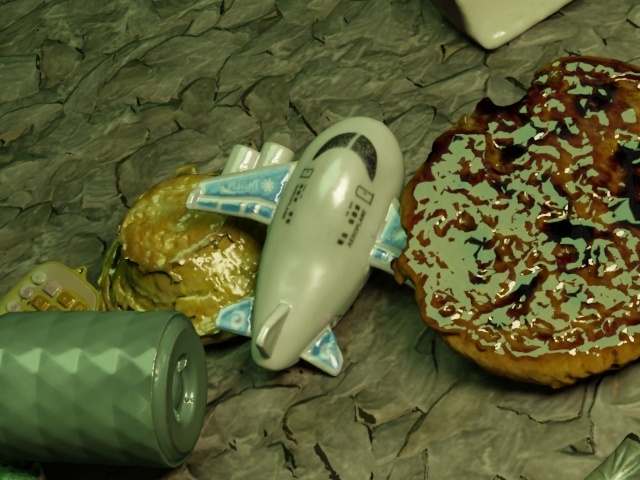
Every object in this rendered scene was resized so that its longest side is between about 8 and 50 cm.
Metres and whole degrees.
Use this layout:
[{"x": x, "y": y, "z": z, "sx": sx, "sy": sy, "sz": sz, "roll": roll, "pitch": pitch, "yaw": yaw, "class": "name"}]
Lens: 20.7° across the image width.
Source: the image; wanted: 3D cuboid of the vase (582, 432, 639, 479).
[{"x": 0.192, "y": 0.220, "z": 1.361, "sx": 0.167, "sy": 0.059, "sz": 0.059, "roll": -34, "pitch": 37, "yaw": -7, "class": "vase"}]

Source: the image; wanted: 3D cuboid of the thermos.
[{"x": -0.254, "y": 0.127, "z": 1.646, "sx": 0.287, "sy": 0.144, "sz": 0.182, "roll": 1, "pitch": 26, "yaw": 16, "class": "thermos"}]

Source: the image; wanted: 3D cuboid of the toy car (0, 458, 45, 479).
[{"x": -0.371, "y": 0.244, "z": 1.681, "sx": 0.224, "sy": 0.076, "sz": 0.090, "roll": 7, "pitch": 40, "yaw": 13, "class": "toy car"}]

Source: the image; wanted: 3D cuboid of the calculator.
[{"x": -0.311, "y": 0.121, "z": 1.789, "sx": 0.236, "sy": 0.033, "sz": 0.157, "roll": -51, "pitch": 40, "yaw": -7, "class": "calculator"}]

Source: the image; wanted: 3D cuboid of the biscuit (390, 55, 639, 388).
[{"x": 0.220, "y": -0.018, "z": 1.573, "sx": 0.289, "sy": 0.081, "sz": 0.334, "roll": 18, "pitch": 63, "yaw": 25, "class": "biscuit"}]

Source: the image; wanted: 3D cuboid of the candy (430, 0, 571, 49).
[{"x": 0.259, "y": -0.389, "z": 1.901, "sx": 0.359, "sy": 0.208, "sz": 0.145, "roll": -34, "pitch": 31, "yaw": -4, "class": "candy"}]

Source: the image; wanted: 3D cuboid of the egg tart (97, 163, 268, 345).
[{"x": -0.124, "y": 0.006, "z": 1.778, "sx": 0.241, "sy": 0.106, "sz": 0.241, "roll": -16, "pitch": 42, "yaw": 15, "class": "egg tart"}]

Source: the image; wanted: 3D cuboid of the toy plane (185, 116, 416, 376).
[{"x": 0.001, "y": 0.001, "z": 1.657, "sx": 0.267, "sy": 0.122, "sz": 0.266, "roll": -1, "pitch": 71, "yaw": 4, "class": "toy plane"}]
